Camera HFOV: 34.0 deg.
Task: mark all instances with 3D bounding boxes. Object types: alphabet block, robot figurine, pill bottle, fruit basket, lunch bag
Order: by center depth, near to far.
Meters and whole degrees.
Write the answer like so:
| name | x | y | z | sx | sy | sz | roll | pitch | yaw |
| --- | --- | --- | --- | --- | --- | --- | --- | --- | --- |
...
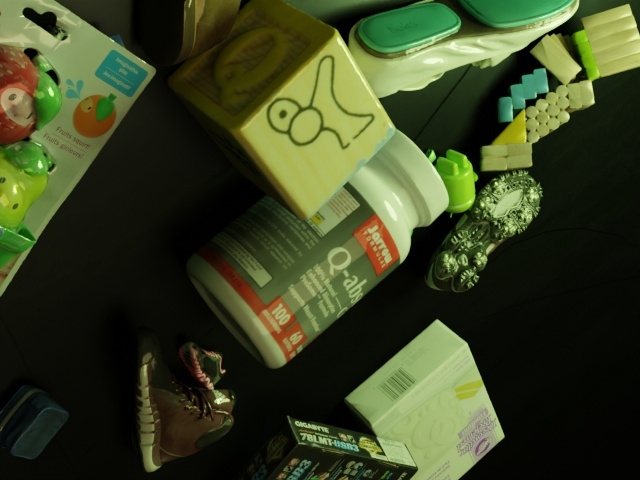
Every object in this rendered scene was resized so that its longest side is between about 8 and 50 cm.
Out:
| name | x | y | z | sx | sy | sz | roll | pitch | yaw |
| --- | --- | --- | --- | --- | --- | --- | --- | --- | --- |
| fruit basket | -0.392 | -0.119 | 1.167 | 0.353 | 0.165 | 0.327 | -49 | 136 | 8 |
| alphabet block | -0.050 | -0.180 | 1.402 | 0.192 | 0.193 | 0.197 | -45 | 135 | -9 |
| lunch bag | -0.415 | 0.255 | 1.472 | 0.098 | 0.065 | 0.067 | -51 | 151 | -3 |
| pill bottle | 0.000 | 0.000 | 1.543 | 0.363 | 0.210 | 0.210 | -40 | 135 | -12 |
| robot figurine | 0.226 | -0.095 | 1.769 | 0.101 | 0.067 | 0.115 | -40 | 136 | -29 |

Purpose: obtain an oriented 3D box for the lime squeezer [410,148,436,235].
| name | x | y | z | sx | sy | sz | roll | pitch | yaw |
| --- | --- | --- | --- | --- | --- | --- | --- | --- | --- |
| lime squeezer | 0.089 | -0.018 | 1.715 | 0.310 | 0.059 | 0.110 | -35 | 134 | -16 |

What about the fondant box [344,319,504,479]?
| name | x | y | z | sx | sy | sz | roll | pitch | yaw |
| --- | --- | --- | --- | --- | --- | --- | --- | --- | --- |
| fondant box | 0.207 | 0.343 | 2.011 | 0.238 | 0.096 | 0.330 | -39 | 135 | -13 |

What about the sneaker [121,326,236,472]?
| name | x | y | z | sx | sy | sz | roll | pitch | yaw |
| --- | --- | --- | --- | --- | --- | --- | --- | --- | --- |
| sneaker | -0.207 | 0.224 | 1.577 | 0.163 | 0.106 | 0.281 | -11 | 134 | -18 |

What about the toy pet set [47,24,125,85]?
| name | x | y | z | sx | sy | sz | roll | pitch | yaw |
| --- | --- | --- | --- | --- | --- | --- | --- | --- | --- |
| toy pet set | -0.295 | -0.203 | 1.279 | 0.114 | 0.065 | 0.122 | -21 | 128 | -28 |

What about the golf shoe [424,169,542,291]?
| name | x | y | z | sx | sy | sz | roll | pitch | yaw |
| --- | --- | --- | --- | --- | --- | --- | --- | --- | --- |
| golf shoe | 0.277 | -0.021 | 1.842 | 0.105 | 0.120 | 0.273 | 47 | 71 | -5 |

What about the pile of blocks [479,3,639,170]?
| name | x | y | z | sx | sy | sz | roll | pitch | yaw |
| --- | --- | --- | --- | --- | --- | --- | --- | --- | --- |
| pile of blocks | 0.394 | -0.257 | 1.798 | 0.362 | 0.149 | 0.112 | -42 | 179 | 2 |

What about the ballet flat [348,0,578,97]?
| name | x | y | z | sx | sy | sz | roll | pitch | yaw |
| --- | --- | --- | --- | --- | --- | --- | --- | --- | --- |
| ballet flat | 0.210 | -0.311 | 1.597 | 0.400 | 0.139 | 0.139 | -20 | 128 | -23 |

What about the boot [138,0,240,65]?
| name | x | y | z | sx | sy | sz | roll | pitch | yaw |
| --- | --- | --- | --- | --- | --- | --- | --- | --- | --- |
| boot | -0.147 | -0.370 | 1.285 | 0.115 | 0.112 | 0.305 | -25 | 138 | -47 |

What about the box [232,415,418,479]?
| name | x | y | z | sx | sy | sz | roll | pitch | yaw |
| --- | --- | --- | --- | --- | --- | --- | --- | --- | --- |
| box | -0.023 | 0.453 | 1.839 | 0.293 | 0.073 | 0.295 | 21 | 116 | -36 |

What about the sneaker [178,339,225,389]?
| name | x | y | z | sx | sy | sz | roll | pitch | yaw |
| --- | --- | --- | --- | --- | --- | --- | --- | --- | --- |
| sneaker | -0.181 | 0.187 | 1.637 | 0.057 | 0.047 | 0.119 | -41 | 142 | -21 |
